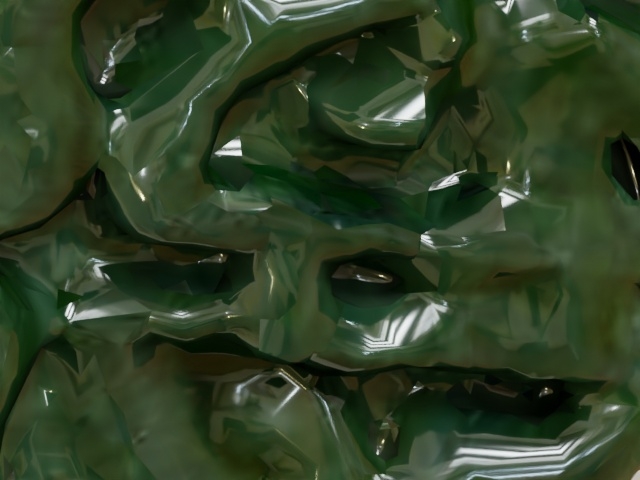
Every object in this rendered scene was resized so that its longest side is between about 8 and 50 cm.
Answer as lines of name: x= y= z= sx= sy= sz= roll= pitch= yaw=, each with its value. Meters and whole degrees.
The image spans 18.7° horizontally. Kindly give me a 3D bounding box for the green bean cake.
green bean cake: x=0.000 y=0.000 z=0.501 sx=0.169 sy=0.308 sz=0.300 roll=-143 pitch=62 yaw=-64
